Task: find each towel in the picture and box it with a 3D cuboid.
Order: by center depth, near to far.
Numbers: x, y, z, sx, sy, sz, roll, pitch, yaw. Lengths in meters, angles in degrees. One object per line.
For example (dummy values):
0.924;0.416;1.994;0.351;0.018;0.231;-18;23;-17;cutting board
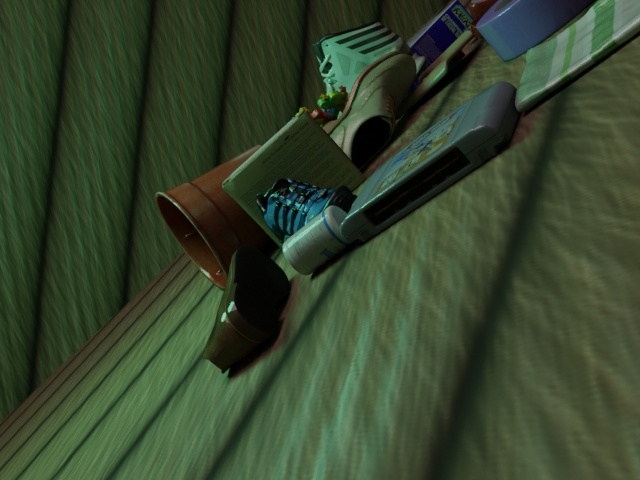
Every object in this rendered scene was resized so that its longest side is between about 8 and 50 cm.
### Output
0.419;-0.323;1.091;0.325;0.038;0.248;-36;13;33;towel

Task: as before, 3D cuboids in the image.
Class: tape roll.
0.434;-0.470;1.491;0.275;0.090;0.275;-40;11;10;tape roll

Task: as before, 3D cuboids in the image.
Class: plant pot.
-0.192;-0.069;1.795;0.265;0.272;0.272;-37;8;-19;plant pot

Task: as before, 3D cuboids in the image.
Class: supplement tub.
0.000;0.000;1.242;0.107;0.071;0.071;-39;11;25;supplement tub

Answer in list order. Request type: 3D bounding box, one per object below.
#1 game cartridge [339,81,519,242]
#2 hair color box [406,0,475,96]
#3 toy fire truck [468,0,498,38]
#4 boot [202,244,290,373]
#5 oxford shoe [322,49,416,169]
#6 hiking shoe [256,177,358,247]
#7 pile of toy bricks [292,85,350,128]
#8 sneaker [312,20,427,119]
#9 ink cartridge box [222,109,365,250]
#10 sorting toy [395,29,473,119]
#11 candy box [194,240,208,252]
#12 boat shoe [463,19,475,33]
0.165;-0.120;1.170;0.297;0.062;0.198;-35;17;35;game cartridge
0.289;-0.530;2.236;0.339;0.110;0.185;-50;11;-28;hair color box
0.466;-0.615;1.831;0.254;0.169;0.302;-14;25;31;toy fire truck
-0.125;0.100;1.234;0.115;0.112;0.305;-50;9;18;boot
0.135;-0.288;1.801;0.147;0.140;0.397;10;59;47;oxford shoe
-0.040;-0.058;1.457;0.113;0.132;0.304;-47;11;-25;hiking shoe
0.034;-0.321;1.859;0.212;0.118;0.105;-15;-37;-32;pile of toy bricks
0.040;-0.383;2.041;0.447;0.257;0.169;-47;6;13;sneaker
-0.056;-0.128;1.634;0.235;0.193;0.088;-41;11;7;ink cartridge box
0.257;-0.383;1.960;0.307;0.041;0.229;-41;9;44;sorting toy
-0.212;-0.001;1.934;0.187;0.109;0.053;-44;8;-12;candy box
0.470;-0.629;2.036;0.254;0.079;0.095;-37;12;29;boat shoe
